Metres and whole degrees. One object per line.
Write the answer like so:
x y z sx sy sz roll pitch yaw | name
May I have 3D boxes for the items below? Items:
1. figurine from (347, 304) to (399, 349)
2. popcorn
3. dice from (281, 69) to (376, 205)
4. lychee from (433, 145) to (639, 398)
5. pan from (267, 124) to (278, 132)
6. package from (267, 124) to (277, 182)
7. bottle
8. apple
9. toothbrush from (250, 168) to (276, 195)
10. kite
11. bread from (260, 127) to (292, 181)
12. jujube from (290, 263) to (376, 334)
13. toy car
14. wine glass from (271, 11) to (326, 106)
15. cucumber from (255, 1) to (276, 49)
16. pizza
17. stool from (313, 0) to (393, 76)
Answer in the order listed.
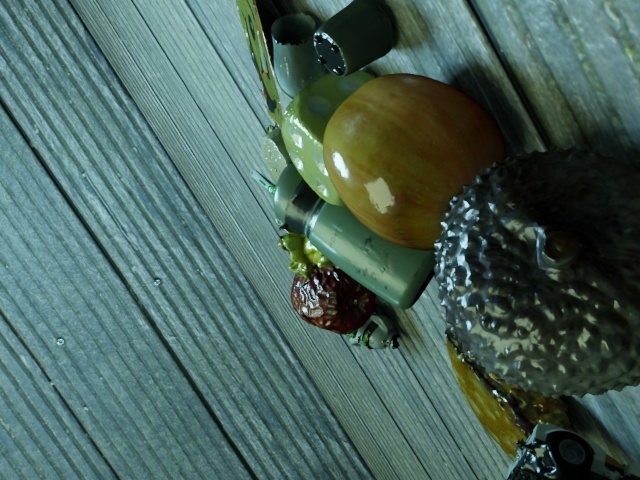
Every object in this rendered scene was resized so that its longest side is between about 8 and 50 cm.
0.134 0.235 1.814 0.192 0.126 0.147 29 167 35 | figurine
0.005 0.003 1.587 0.168 0.195 0.173 40 154 63 | popcorn
0.046 -0.179 1.174 0.169 0.169 0.166 49 162 19 | dice
0.274 0.043 0.767 0.300 0.300 0.300 49 162 22 | lychee
-0.105 -0.267 1.680 0.068 0.023 0.115 54 166 7 | pan
-0.065 -0.170 1.642 0.168 0.090 0.226 46 164 21 | package
0.064 -0.026 1.277 0.347 0.168 0.168 34 158 12 | bottle
0.132 -0.114 0.972 0.241 0.242 0.242 45 160 35 | apple
-0.134 -0.148 1.991 0.304 0.030 0.030 40 157 48 | toothbrush
-0.124 -0.380 1.347 0.327 0.013 0.377 93 159 -71 | kite
-0.036 -0.190 1.437 0.134 0.141 0.148 51 162 27 | bread
0.027 0.131 1.740 0.212 0.213 0.232 62 163 -19 | jujube
0.459 0.411 1.096 0.301 0.118 0.193 18 135 11 | toy car
-0.038 -0.312 1.272 0.103 0.103 0.222 45 160 33 | wine glass
-0.095 -0.419 1.342 0.167 0.039 0.039 57 164 13 | cucumber
0.376 0.326 1.308 0.408 0.114 0.278 54 164 4 | pizza
0.049 -0.307 1.025 0.096 0.110 0.096 45 162 20 | stool
